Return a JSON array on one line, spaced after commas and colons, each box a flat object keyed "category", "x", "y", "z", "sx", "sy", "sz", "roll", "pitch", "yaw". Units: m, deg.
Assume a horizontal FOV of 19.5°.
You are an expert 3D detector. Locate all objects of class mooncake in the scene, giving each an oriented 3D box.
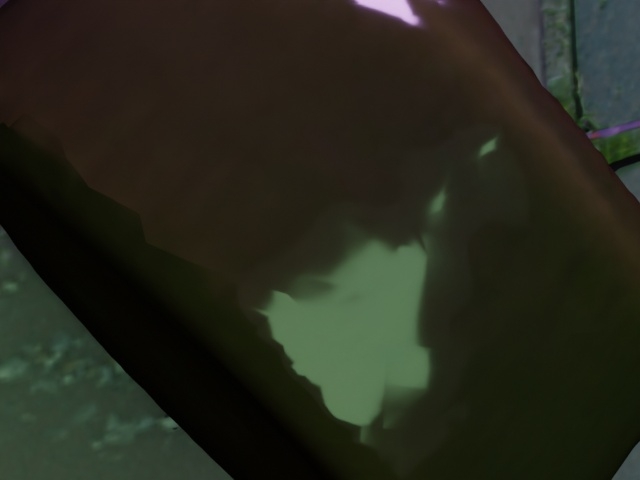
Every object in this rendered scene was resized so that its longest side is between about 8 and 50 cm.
[{"category": "mooncake", "x": 0.000, "y": 0.000, "z": 0.686, "sx": 0.155, "sy": 0.284, "sz": 0.284, "roll": -44, "pitch": 121, "yaw": -11}]
